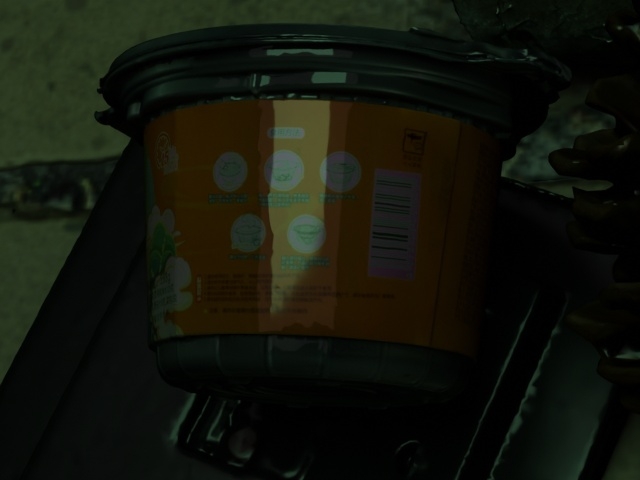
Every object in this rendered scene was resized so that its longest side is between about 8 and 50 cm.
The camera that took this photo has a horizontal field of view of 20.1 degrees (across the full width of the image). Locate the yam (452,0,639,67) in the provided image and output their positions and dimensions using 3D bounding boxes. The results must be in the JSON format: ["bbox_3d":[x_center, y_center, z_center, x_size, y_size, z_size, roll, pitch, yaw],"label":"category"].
[{"bbox_3d":[0.139,-0.129,0.815,0.183,0.107,0.107,-2,64,18],"label":"yam"}]

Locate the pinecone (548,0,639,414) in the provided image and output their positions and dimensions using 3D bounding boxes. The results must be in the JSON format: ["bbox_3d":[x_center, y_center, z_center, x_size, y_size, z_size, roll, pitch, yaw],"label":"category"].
[{"bbox_3d":[0.177,-0.003,0.688,0.212,0.168,0.185,42,37,-3],"label":"pinecone"}]

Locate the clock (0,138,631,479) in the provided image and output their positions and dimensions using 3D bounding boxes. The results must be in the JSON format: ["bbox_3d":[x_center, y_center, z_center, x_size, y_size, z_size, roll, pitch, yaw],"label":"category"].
[{"bbox_3d":[-0.015,0.078,0.791,0.273,0.049,0.279,17,71,24],"label":"clock"}]

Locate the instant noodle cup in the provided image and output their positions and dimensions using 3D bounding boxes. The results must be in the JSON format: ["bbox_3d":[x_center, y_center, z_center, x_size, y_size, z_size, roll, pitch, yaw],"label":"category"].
[{"bbox_3d":[0.000,0.000,0.711,0.208,0.177,0.125,-10,74,51],"label":"instant noodle cup"}]
